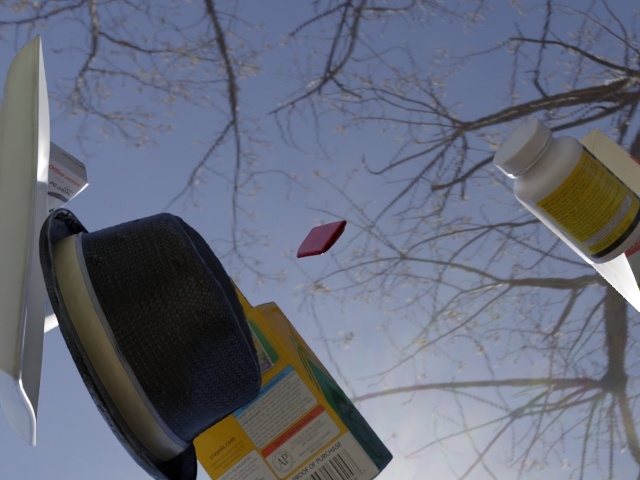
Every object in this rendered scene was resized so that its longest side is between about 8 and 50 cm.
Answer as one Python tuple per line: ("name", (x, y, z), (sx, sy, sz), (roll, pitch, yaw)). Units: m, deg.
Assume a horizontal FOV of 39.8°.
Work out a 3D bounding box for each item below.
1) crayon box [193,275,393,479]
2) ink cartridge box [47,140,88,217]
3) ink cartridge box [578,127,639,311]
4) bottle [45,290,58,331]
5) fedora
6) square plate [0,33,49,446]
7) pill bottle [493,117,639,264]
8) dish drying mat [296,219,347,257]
("crayon box", (-0.082, 0.231, 1.202), (0.203, 0.083, 0.323), (-41, -100, 16))
("ink cartridge box", (-0.567, -0.117, 1.804), (0.150, 0.109, 0.063), (-37, -133, 14))
("ink cartridge box", (0.300, -0.002, 0.861), (0.067, 0.198, 0.115), (-37, -136, 3))
("bottle", (-0.412, 0.072, 1.409), (0.092, 0.283, 0.118), (37, -55, 15))
("fedora", (-0.164, 0.093, 0.962), (0.152, 0.334, 0.334), (-26, -101, 0))
("square plate", (-0.319, 0.019, 0.937), (0.347, 0.049, 0.344), (124, -36, -63))
("pill bottle", (0.192, -0.040, 0.685), (0.116, 0.065, 0.065), (39, -63, -13))
("dish drying mat", (0.000, 0.000, 0.706), (0.008, 0.083, 0.032), (40, -103, -11))
